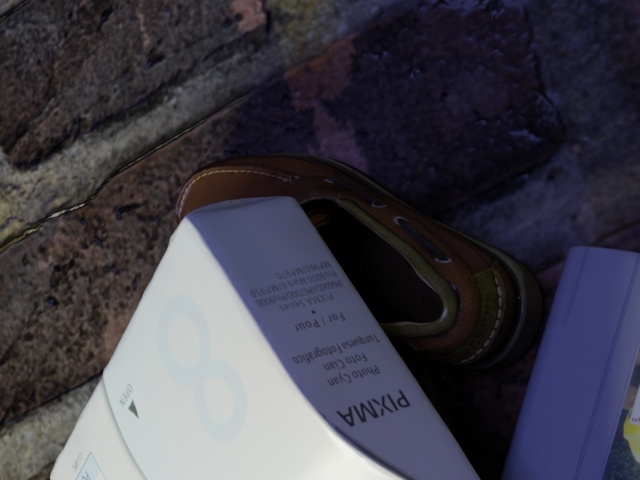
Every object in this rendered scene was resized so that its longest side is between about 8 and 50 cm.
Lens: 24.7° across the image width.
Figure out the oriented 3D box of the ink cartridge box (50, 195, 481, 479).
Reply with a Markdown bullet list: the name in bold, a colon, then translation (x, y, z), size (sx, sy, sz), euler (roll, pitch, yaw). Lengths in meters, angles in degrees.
- **ink cartridge box**: translation (-0.015, 0.213, 0.903), size (0.385, 0.091, 0.308), euler (58, 138, 25)

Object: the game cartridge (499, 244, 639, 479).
- **game cartridge**: translation (0.233, 0.114, 0.793), size (0.294, 0.060, 0.196), euler (9, 82, 44)

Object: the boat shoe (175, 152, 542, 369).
- **boat shoe**: translation (0.000, 0.000, 0.987), size (0.307, 0.104, 0.110), euler (17, 94, 38)
